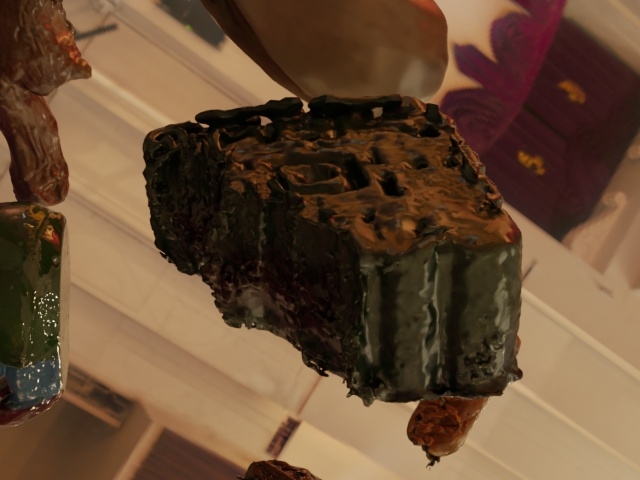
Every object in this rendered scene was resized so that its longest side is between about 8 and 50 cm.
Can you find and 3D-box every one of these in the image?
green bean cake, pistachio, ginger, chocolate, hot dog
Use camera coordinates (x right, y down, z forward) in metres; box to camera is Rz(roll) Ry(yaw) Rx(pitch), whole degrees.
[{"bbox_3d":[0.000,0.000,0.519,0.208,0.194,0.107,-106,-165,-59],"label":"green bean cake"},{"bbox_3d":[-0.002,-0.189,0.780,0.138,0.238,0.153,-44,-168,49],"label":"pistachio"},{"bbox_3d":[-0.285,-0.162,0.938,0.084,0.122,0.290,-91,-169,-52],"label":"ginger"},{"bbox_3d":[0.017,0.344,1.206,0.102,0.329,0.065,24,-104,37],"label":"chocolate"},{"bbox_3d":[0.152,0.159,1.037,0.072,0.055,0.188,18,-111,51],"label":"hot dog"}]

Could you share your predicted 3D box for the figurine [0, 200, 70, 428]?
[{"bbox_3d":[-0.302,0.044,0.683,0.127,0.234,0.185,-110,-157,-56],"label":"figurine"}]
